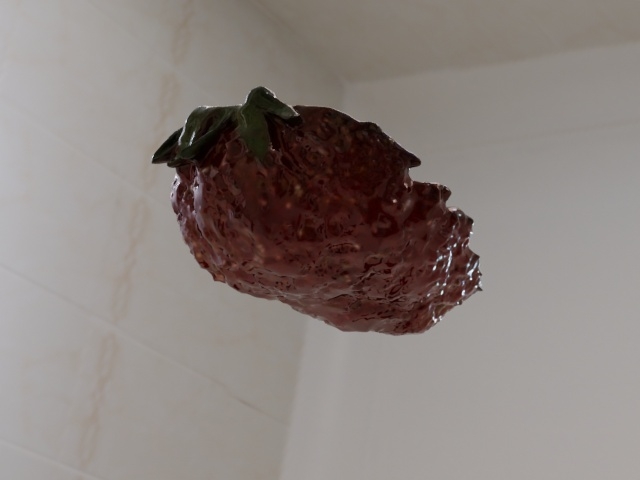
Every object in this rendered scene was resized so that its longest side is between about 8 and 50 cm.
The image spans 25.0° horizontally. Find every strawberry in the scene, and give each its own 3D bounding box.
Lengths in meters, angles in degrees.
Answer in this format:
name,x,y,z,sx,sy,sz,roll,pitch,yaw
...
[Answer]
name,x,y,z,sx,sy,sz,roll,pitch,yaw
strawberry,0.000,0.000,0.713,0.146,0.187,0.082,-7,-123,61
